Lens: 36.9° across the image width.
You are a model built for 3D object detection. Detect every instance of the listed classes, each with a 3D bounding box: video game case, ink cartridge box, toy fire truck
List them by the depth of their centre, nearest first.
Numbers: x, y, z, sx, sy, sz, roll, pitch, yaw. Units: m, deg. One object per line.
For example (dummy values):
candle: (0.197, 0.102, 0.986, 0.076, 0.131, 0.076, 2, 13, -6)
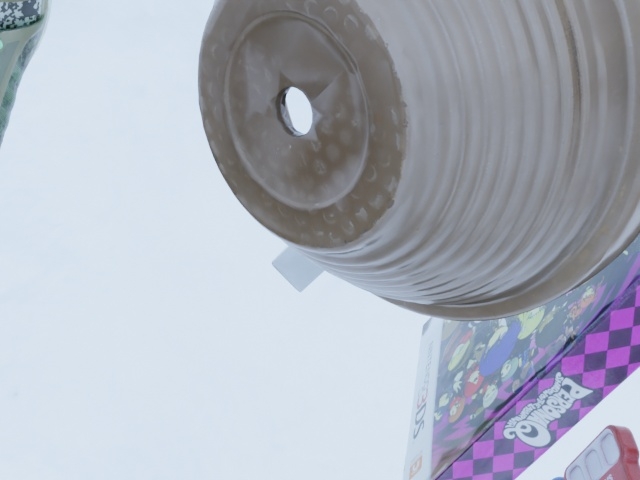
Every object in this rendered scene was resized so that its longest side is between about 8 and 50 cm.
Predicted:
video game case: (0.138, 0.043, 0.598, 0.042, 0.210, 0.232, 34, 118, -8)
ink cartridge box: (0.000, 0.000, 1.393, 0.063, 0.150, 0.109, 45, 107, -3)
toy fire truck: (0.477, 0.494, 1.648, 0.169, 0.253, 0.302, 9, 135, -17)

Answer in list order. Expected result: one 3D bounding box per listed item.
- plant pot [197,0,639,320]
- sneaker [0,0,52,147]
plant pot: (0.024, -0.066, 0.419, 0.110, 0.237, 0.237, -23, 101, -42)
sneaker: (-0.351, -0.137, 0.913, 0.158, 0.182, 0.410, 9, 121, -22)
